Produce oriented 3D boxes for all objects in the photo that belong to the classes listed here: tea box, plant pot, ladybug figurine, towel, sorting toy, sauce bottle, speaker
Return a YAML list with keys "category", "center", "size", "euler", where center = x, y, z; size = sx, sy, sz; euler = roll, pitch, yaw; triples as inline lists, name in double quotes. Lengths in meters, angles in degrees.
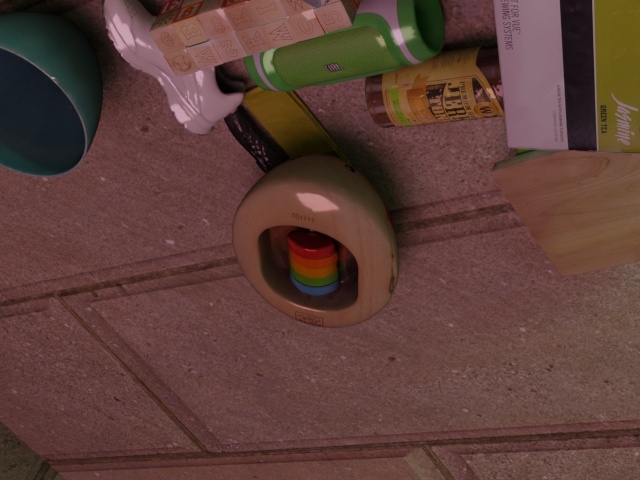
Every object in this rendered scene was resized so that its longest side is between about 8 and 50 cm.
- category: "tea box"
  center: [0.378, -0.287, 1.185]
  size: [0.323, 0.220, 0.329]
  euler: [6, 138, 21]
- category: "plant pot"
  center: [-0.492, -0.280, 1.783]
  size: [0.290, 0.195, 0.290]
  euler: [14, 139, 12]
- category: "ladybug figurine"
  center: [0.000, 0.000, 1.869]
  size: [0.305, 0.162, 0.449]
  euler: [13, 146, 7]
- category: "towel"
  center: [-0.038, -0.182, 1.814]
  size: [0.102, 0.021, 0.237]
  euler: [-17, 126, 37]
- category: "sorting toy"
  center: [0.449, -0.079, 1.643]
  size: [0.257, 0.089, 0.255]
  euler: [-15, 127, 37]
- category: "sauce bottle"
  center: [0.237, -0.238, 1.551]
  size: [0.344, 0.111, 0.111]
  euler: [-4, 133, 29]
- category: "speaker"
  center: [0.032, -0.305, 1.562]
  size: [0.296, 0.131, 0.131]
  euler: [-7, 132, 31]

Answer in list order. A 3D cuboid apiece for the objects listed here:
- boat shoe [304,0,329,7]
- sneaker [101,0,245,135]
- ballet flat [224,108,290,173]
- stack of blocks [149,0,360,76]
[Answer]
- category: "boat shoe"
  center: [-0.058, -0.461, 1.398]
  size: [0.367, 0.156, 0.136]
  euler: [42, 171, 37]
- category: "sneaker"
  center: [-0.242, -0.315, 1.720]
  size: [0.129, 0.111, 0.297]
  euler: [-29, 123, 24]
- category: "ballet flat"
  center: [-0.119, -0.185, 1.843]
  size: [0.173, 0.049, 0.057]
  euler: [51, 167, -26]
- category: "stack of blocks"
  center: [-0.086, -0.357, 1.521]
  size: [0.297, 0.171, 0.087]
  euler: [-10, 131, 26]
